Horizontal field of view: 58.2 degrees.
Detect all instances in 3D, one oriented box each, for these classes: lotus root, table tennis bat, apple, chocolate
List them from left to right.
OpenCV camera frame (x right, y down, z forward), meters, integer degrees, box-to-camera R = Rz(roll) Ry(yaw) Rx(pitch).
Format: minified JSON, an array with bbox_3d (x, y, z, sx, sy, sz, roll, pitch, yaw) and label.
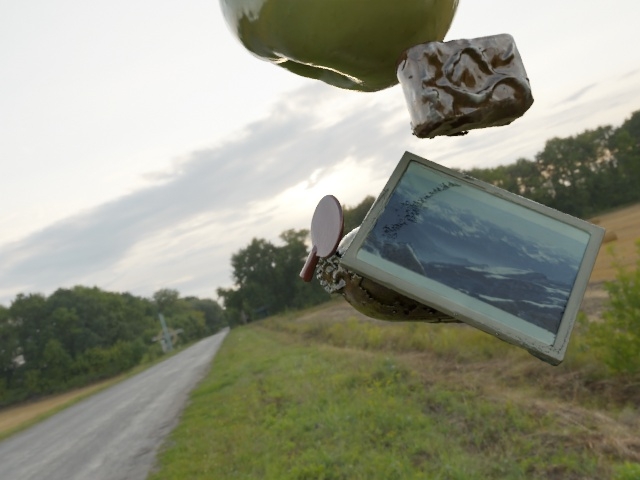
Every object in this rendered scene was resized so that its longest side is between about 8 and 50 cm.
[{"bbox_3d":[0.000,0.000,0.898,0.019,0.098,0.154,4,-56,-28],"label":"table tennis bat"},{"bbox_3d":[0.044,-0.500,1.049,0.474,0.473,0.473,-18,-5,-2],"label":"apple"},{"bbox_3d":[0.193,0.051,1.020,0.398,0.195,0.179,-2,-10,-3],"label":"lotus root"},{"bbox_3d":[0.236,-0.249,0.911,0.214,0.148,0.093,-15,-2,-15],"label":"chocolate"}]

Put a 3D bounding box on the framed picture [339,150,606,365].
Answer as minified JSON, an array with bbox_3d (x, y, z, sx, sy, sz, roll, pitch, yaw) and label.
[{"bbox_3d":[0.231,0.010,0.867,0.247,0.335,0.022,-57,-17,-28],"label":"framed picture"}]
